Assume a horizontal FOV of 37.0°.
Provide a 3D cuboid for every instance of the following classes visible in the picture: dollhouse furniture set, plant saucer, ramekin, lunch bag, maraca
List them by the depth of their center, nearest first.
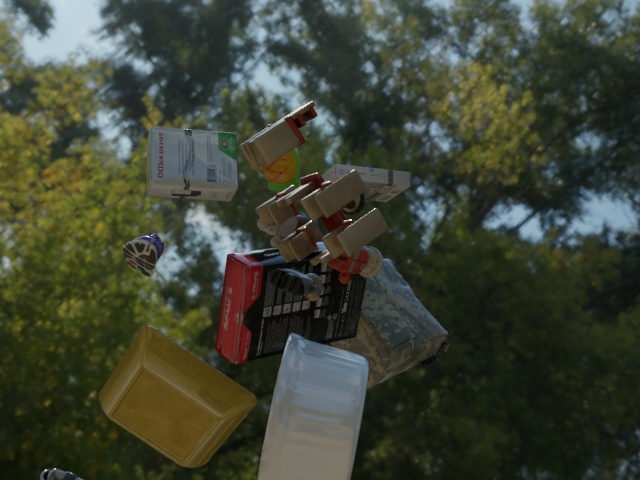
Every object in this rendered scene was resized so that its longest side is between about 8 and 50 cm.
[{"bbox_3d":[-0.009,0.292,1.492,0.135,0.277,0.277,10,-27,2],"label":"ramekin"},{"bbox_3d":[-0.011,-0.093,1.653,0.259,0.135,0.262,60,-23,-10],"label":"dollhouse furniture set"},{"bbox_3d":[-0.370,0.410,2.346,0.332,0.081,0.333,34,-53,-4],"label":"plant saucer"},{"bbox_3d":[-0.102,-0.185,2.364,0.127,0.099,0.186,7,-52,34],"label":"maraca"},{"bbox_3d":[0.165,0.206,2.495,0.305,0.256,0.213,54,-37,20],"label":"lunch bag"}]

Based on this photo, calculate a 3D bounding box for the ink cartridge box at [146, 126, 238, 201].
[{"bbox_3d":[-0.308,-0.181,2.276,0.208,0.153,0.087,4,-21,-17],"label":"ink cartridge box"}]

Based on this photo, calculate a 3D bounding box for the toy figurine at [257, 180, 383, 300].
[{"bbox_3d":[0.000,0.000,1.860,0.148,0.209,0.213,12,55,-55],"label":"toy figurine"}]

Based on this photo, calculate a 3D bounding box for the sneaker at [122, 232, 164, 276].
[{"bbox_3d":[-0.317,0.013,1.740,0.068,0.071,0.170,31,-15,-6],"label":"sneaker"}]

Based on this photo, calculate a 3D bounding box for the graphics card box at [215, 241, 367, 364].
[{"bbox_3d":[-0.057,0.129,2.158,0.094,0.370,0.233,27,-65,44],"label":"graphics card box"}]

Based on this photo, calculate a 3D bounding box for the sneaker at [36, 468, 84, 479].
[{"bbox_3d":[-0.382,0.399,1.373,0.086,0.163,0.226,21,0,-10],"label":"sneaker"}]

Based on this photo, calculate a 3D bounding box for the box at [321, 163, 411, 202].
[{"bbox_3d":[0.096,-0.131,2.226,0.186,0.038,0.145,3,-14,-19],"label":"box"}]
